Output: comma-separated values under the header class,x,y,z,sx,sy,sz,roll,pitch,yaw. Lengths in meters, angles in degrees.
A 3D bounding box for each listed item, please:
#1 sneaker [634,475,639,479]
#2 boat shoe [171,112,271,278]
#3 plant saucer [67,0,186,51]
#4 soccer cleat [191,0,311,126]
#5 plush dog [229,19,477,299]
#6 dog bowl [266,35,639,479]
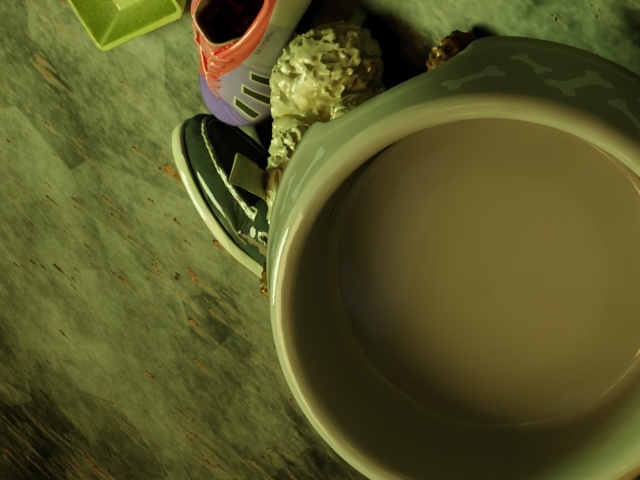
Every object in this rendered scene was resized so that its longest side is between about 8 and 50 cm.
class,x,y,z,sx,sy,sz,roll,pitch,yaw
sneaker,0.215,0.241,1.129,0.150,0.366,0.135,-35,85,24
boat shoe,-0.002,0.002,1.435,0.113,0.127,0.340,-39,82,33
plant saucer,-0.204,-0.283,1.450,0.188,0.045,0.188,-8,117,58
soccer cleat,-0.070,-0.181,1.302,0.108,0.116,0.318,47,152,8
plush dog,0.078,-0.037,1.220,0.225,0.211,0.262,-11,120,29
dog bowl,0.123,0.036,1.077,0.348,0.102,0.349,3,109,8
